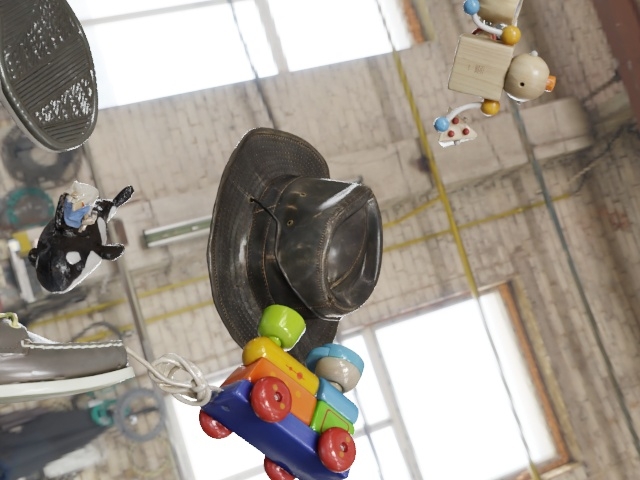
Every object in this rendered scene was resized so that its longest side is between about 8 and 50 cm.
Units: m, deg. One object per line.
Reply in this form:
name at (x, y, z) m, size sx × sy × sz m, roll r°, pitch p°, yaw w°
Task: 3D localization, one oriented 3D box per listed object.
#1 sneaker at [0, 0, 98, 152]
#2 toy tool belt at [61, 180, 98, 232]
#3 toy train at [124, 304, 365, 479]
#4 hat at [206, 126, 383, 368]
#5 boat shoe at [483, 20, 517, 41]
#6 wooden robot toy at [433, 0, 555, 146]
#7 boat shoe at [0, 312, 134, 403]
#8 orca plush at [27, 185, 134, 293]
sneaker at (-0.351, -0.215, 0.847) m, size 0.178 × 0.124 × 0.295 m, roll -12°, pitch -76°, yaw 48°
toy tool belt at (-0.339, -0.039, 1.149) m, size 0.083 × 0.052 × 0.051 m, roll 112°, pitch -10°, yaw -48°
toy train at (-0.060, 0.119, 0.799) m, size 0.248 × 0.143 × 0.105 m, roll 42°, pitch -44°, yaw -21°
hat at (0.000, 0.000, 1.030) m, size 0.134 × 0.331 × 0.331 m, roll -11°, pitch -84°, yaw 31°
boat shoe at (0.270, -0.315, 1.256) m, size 0.049 × 0.040 × 0.142 m, roll 14°, pitch -65°, yaw 48°
wooden robot toy at (0.145, -0.140, 0.632) m, size 0.079 × 0.076 × 0.173 m, roll 19°, pitch -62°, yaw 15°
boat shoe at (-0.246, 0.083, 0.576) m, size 0.081 × 0.228 × 0.068 m, roll 149°, pitch -65°, yaw -63°
orca plush at (-0.386, -0.033, 1.338) m, size 0.287 × 0.151 × 0.102 m, roll -55°, pitch 147°, yaw -54°
